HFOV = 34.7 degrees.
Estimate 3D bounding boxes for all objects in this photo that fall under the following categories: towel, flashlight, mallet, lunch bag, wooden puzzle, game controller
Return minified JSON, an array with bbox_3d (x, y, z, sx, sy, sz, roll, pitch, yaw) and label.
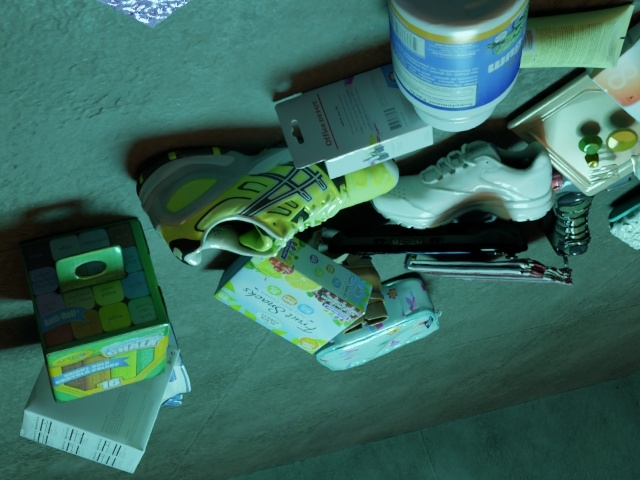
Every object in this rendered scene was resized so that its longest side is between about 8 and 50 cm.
[{"bbox_3d":[0.342,0.058,2.028,0.237,0.037,0.329,0,174,29],"label":"towel"},{"bbox_3d":[0.371,-0.095,1.750,0.304,0.103,0.103,-19,132,3],"label":"flashlight"},{"bbox_3d":[0.170,0.025,1.956,0.062,0.039,0.189,-15,162,-15],"label":"mallet"},{"bbox_3d":[0.121,0.183,2.189,0.279,0.107,0.224,-22,158,6],"label":"lunch bag"},{"bbox_3d":[0.443,-0.184,1.592,0.239,0.044,0.221,31,131,-32],"label":"wooden puzzle"},{"bbox_3d":[0.175,0.007,1.699,0.319,0.067,0.166,-2,-173,28],"label":"game controller"}]

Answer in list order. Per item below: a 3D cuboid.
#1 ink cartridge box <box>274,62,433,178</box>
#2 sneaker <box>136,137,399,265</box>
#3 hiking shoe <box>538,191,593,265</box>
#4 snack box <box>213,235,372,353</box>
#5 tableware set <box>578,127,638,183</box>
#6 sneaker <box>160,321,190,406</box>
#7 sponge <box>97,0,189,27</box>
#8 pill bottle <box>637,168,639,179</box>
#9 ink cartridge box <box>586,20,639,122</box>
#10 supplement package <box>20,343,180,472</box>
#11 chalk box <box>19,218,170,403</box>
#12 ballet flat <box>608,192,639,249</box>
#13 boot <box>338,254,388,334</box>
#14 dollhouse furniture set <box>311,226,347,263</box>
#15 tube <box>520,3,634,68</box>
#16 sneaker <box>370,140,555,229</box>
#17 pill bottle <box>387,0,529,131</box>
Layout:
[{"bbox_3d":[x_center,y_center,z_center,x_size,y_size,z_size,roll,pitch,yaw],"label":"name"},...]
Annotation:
[{"bbox_3d":[0.043,-0.151,1.325,0.181,0.104,0.061,-19,158,0],"label":"ink cartridge box"},{"bbox_3d":[-0.058,-0.048,1.430,0.385,0.147,0.145,-11,155,-24],"label":"sneaker"},{"bbox_3d":[0.493,-0.034,1.973,0.086,0.114,0.227,-19,159,-7],"label":"hiking shoe"},{"bbox_3d":[-0.047,0.085,1.722,0.207,0.070,0.174,33,137,-14],"label":"snack box"},{"bbox_3d":[0.482,-0.144,1.589,0.154,0.024,0.104,-13,135,16],"label":"tableware set"},{"bbox_3d":[-0.357,0.271,1.970,0.182,0.127,0.315,-15,160,-18],"label":"sneaker"},{"bbox_3d":[-0.125,-0.282,0.966,0.210,0.031,0.117,-29,156,23],"label":"sponge"},{"bbox_3d":[0.653,-0.171,1.767,0.222,0.124,0.124,-18,159,-5],"label":"pill bottle"},{"bbox_3d":[0.491,-0.255,1.449,0.145,0.045,0.179,31,127,-32],"label":"ink cartridge box"},{"bbox_3d":[-0.372,0.256,1.731,0.203,0.194,0.149,21,148,-8],"label":"supplement package"},{"bbox_3d":[-0.328,0.095,1.499,0.180,0.179,0.289,-14,158,-15],"label":"chalk box"},{"bbox_3d":[0.741,-0.095,2.000,0.147,0.147,0.409,-5,157,-33],"label":"ballet flat"},{"bbox_3d":[0.016,0.101,1.841,0.197,0.152,0.073,-19,159,0],"label":"boot"},{"bbox_3d":[0.000,0.000,1.784,0.114,0.091,0.081,-26,131,-58],"label":"dollhouse furniture set"},{"bbox_3d":[0.311,-0.261,1.348,0.240,0.062,0.070,-9,166,-26],"label":"tube"},{"bbox_3d":[0.223,-0.099,1.620,0.297,0.111,0.129,-7,132,-2],"label":"sneaker"},{"bbox_3d":[0.154,-0.232,1.159,0.152,0.152,0.272,-19,159,0],"label":"pill bottle"}]
